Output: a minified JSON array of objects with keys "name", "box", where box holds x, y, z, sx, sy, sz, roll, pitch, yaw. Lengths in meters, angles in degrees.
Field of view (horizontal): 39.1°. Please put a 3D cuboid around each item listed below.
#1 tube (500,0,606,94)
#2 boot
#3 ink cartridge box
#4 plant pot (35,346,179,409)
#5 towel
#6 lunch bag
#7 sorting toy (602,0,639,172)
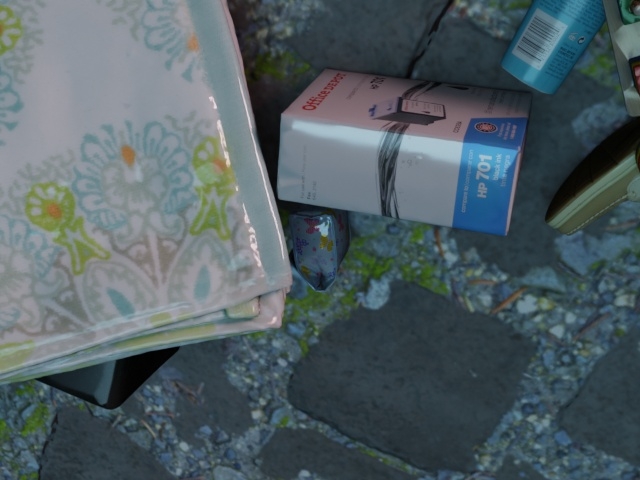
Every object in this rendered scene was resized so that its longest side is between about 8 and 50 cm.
[{"name":"tube","box":[0.217,-0.216,0.707,0.080,0.052,0.207,28,115,-4]},{"name":"boot","box":[0.313,-0.035,0.750,0.165,0.077,0.213,44,119,-10]},{"name":"ink cartridge box","box":[0.074,-0.079,0.760,0.191,0.139,0.082,11,119,11]},{"name":"plant pot","box":[-0.228,0.029,0.889,0.188,0.187,0.167,22,106,6]},{"name":"towel","box":[-0.210,-0.077,0.767,0.320,0.090,0.374,-14,84,2]},{"name":"lunch bag","box":[0.000,0.000,0.861,0.053,0.071,0.083,-1,116,15]},{"name":"sorting toy","box":[0.269,-0.171,0.632,0.132,0.046,0.274,-13,109,17]}]
